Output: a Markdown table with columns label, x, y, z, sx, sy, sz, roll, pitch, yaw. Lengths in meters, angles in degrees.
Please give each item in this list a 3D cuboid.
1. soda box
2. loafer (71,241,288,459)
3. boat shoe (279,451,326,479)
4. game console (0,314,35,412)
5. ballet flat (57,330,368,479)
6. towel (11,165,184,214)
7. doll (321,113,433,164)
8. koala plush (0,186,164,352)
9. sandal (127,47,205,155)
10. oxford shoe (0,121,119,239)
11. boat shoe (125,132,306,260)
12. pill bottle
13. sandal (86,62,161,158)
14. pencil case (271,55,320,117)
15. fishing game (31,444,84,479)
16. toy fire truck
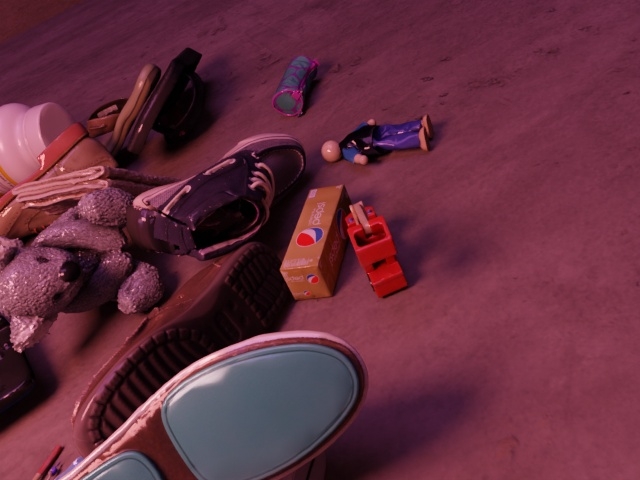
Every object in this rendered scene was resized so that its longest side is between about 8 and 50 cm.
| label | x | y | z | sx | sy | sz | roll | pitch | yaw |
| --- | --- | --- | --- | --- | --- | --- | --- | --- | --- |
| soda box | 0.000 | 0.000 | 1.050 | 0.058 | 0.061 | 0.181 | -7 | 38 | 23 |
| loafer | -0.175 | 0.145 | 0.932 | 0.130 | 0.134 | 0.366 | -17 | 20 | 43 |
| boat shoe | -0.056 | 0.286 | 0.713 | 0.075 | 0.083 | 0.226 | -18 | 22 | 28 |
| game console | -0.587 | 0.171 | 1.012 | 0.293 | 0.173 | 0.250 | -35 | 39 | -16 |
| ballet flat | -0.134 | 0.211 | 0.736 | 0.400 | 0.139 | 0.139 | -34 | 35 | 0 |
| towel | -0.362 | -0.078 | 1.258 | 0.187 | 0.049 | 0.282 | -9 | -3 | 20 |
| doll | 0.087 | -0.162 | 1.222 | 0.189 | 0.046 | 0.129 | -6 | 38 | 24 |
| koala plush | -0.384 | 0.051 | 1.070 | 0.203 | 0.196 | 0.221 | -11 | 14 | 31 |
| sandal | -0.295 | -0.298 | 1.555 | 0.167 | 0.107 | 0.446 | -55 | 14 | 27 |
| oxford shoe | -0.531 | -0.057 | 1.402 | 0.348 | 0.130 | 0.123 | -49 | 11 | -1 |
| boat shoe | -0.109 | -0.065 | 1.112 | 0.158 | 0.127 | 0.340 | 14 | 38 | 43 |
| pill bottle | -0.708 | -0.192 | 1.619 | 0.333 | 0.188 | 0.188 | -13 | 37 | 17 |
| sandal | -0.431 | -0.256 | 1.534 | 0.303 | 0.086 | 0.120 | -51 | 21 | 26 |
| pencil case | -0.049 | -0.312 | 1.482 | 0.070 | 0.064 | 0.152 | -23 | 32 | 31 |
| fishing game | -0.258 | 0.299 | 0.840 | 0.264 | 0.041 | 0.189 | -2 | 38 | 29 |
| toy fire truck | 0.064 | -0.002 | 0.950 | 0.047 | 0.135 | 0.192 | -23 | 35 | 3 |
